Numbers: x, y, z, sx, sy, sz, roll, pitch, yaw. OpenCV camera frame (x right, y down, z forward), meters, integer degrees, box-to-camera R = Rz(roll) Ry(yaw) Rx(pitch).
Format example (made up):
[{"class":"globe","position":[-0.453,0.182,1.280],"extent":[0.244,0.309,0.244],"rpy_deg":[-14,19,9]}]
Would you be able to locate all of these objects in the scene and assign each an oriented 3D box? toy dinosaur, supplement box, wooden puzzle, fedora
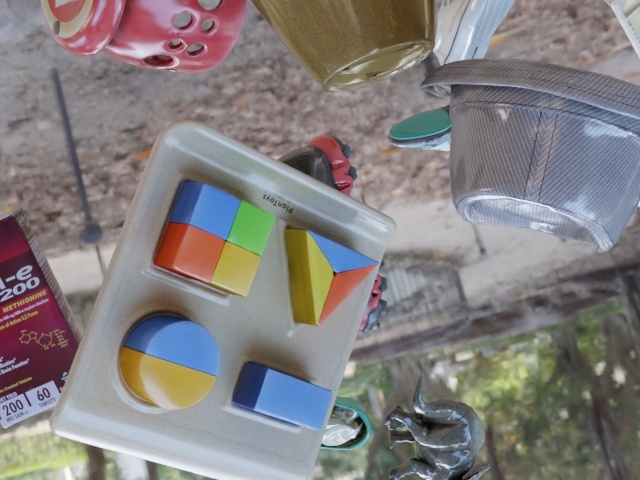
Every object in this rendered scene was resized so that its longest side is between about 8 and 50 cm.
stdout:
[{"class":"toy dinosaur","position":[0.178,0.289,1.537],"extent":[0.160,0.313,0.121],"rpy_deg":[-2,-147,6]},{"class":"supplement box","position":[-0.382,0.095,1.296],"extent":[0.130,0.239,0.073],"rpy_deg":[-24,-168,-3]},{"class":"wooden puzzle","position":[-0.079,0.088,1.116],"extent":[0.322,0.347,0.080],"rpy_deg":[25,174,-34]},{"class":"fedora","position":[0.193,-0.063,0.879],"extent":[0.244,0.124,0.275],"rpy_deg":[14,-179,8]}]

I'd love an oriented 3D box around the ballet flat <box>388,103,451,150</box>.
[{"class":"ballet flat","position":[0.190,-0.160,1.474],"extent":[0.189,0.070,0.070],"rpy_deg":[-21,169,6]}]

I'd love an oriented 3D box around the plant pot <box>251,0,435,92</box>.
[{"class":"plant pot","position":[0.013,-0.284,1.020],"extent":[0.237,0.254,0.237],"rpy_deg":[-19,173,-3]}]

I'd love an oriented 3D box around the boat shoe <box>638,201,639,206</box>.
[{"class":"boat shoe","position":[0.398,-0.089,1.243],"extent":[0.109,0.098,0.302],"rpy_deg":[-46,-171,-27]}]

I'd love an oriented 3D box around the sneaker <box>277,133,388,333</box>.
[{"class":"sneaker","position":[0.000,0.000,1.398],"extent":[0.135,0.276,0.098],"rpy_deg":[-16,178,-29]}]

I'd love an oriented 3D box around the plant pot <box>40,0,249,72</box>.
[{"class":"plant pot","position":[-0.197,-0.283,1.132],"extent":[0.174,0.191,0.191],"rpy_deg":[-1,163,-40]}]

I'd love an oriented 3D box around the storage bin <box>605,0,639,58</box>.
[{"class":"storage bin","position":[0.399,-0.404,1.477],"extent":[0.123,0.262,0.260],"rpy_deg":[-43,153,12]}]

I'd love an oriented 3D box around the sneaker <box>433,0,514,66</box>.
[{"class":"sneaker","position":[0.231,-0.359,1.648],"extent":[0.094,0.091,0.258],"rpy_deg":[-30,160,-30]}]

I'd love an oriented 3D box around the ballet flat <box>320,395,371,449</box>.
[{"class":"ballet flat","position":[-0.039,0.244,1.425],"extent":[0.247,0.083,0.087],"rpy_deg":[7,-173,-23]}]
